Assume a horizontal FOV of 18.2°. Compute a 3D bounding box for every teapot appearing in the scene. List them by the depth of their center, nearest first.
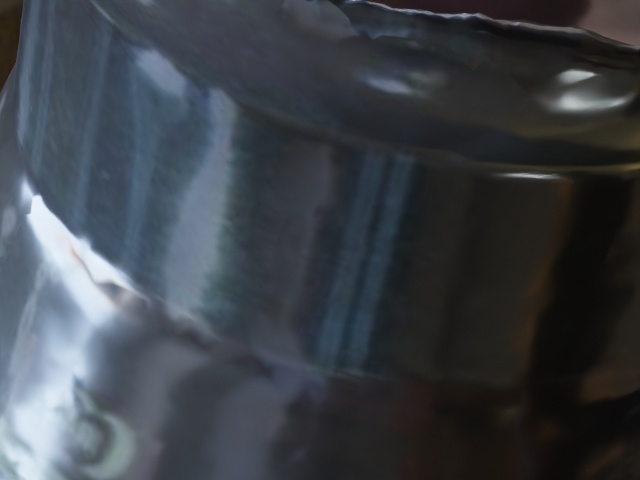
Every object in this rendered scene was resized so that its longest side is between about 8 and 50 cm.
[{"bbox_3d":[0.042,0.031,0.564,0.376,0.361,0.305,24,-141,14],"label":"teapot"}]
